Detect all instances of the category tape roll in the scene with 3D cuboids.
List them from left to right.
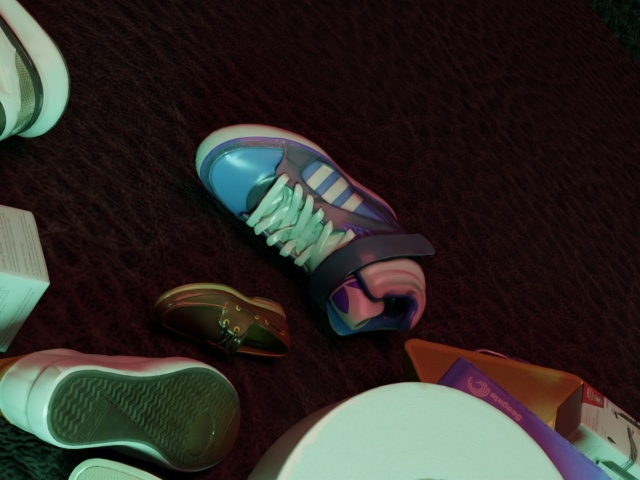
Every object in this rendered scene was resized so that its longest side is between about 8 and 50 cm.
[{"bbox_3d":[0.092,0.323,1.101,0.392,0.072,0.392,13,65,-30],"label":"tape roll"}]

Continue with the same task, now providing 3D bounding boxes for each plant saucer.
[{"bbox_3d":[0.253,0.290,1.477,0.332,0.081,0.333,15,37,-36],"label":"plant saucer"}]

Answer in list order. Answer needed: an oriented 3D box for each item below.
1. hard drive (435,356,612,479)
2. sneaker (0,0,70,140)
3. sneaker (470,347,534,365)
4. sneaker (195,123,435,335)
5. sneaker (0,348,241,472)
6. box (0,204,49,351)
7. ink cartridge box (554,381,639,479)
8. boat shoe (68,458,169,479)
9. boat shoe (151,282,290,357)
[{"bbox_3d":[0.137,0.286,1.257,0.210,0.040,0.318,39,52,10],"label":"hard drive"},{"bbox_3d":[-0.487,-0.276,1.320,0.447,0.169,0.257,47,28,8],"label":"sneaker"},{"bbox_3d":[0.248,0.182,1.654,0.170,0.068,0.071,28,15,-36],"label":"sneaker"},{"bbox_3d":[0.000,0.000,1.532,0.322,0.130,0.236,28,27,-31],"label":"sneaker"},{"bbox_3d":[-0.189,0.146,1.158,0.123,0.106,0.290,11,-9,35],"label":"sneaker"},{"bbox_3d":[-0.321,0.031,1.160,0.087,0.101,0.102,14,37,-37],"label":"box"},{"bbox_3d":[0.354,0.251,1.505,0.135,0.056,0.099,36,29,-4],"label":"ink cartridge box"},{"bbox_3d":[-0.123,0.269,1.110,0.233,0.084,0.079,29,-8,-5],"label":"boat shoe"},{"bbox_3d":[-0.102,0.092,1.362,0.178,0.064,0.060,15,36,-40],"label":"boat shoe"}]
